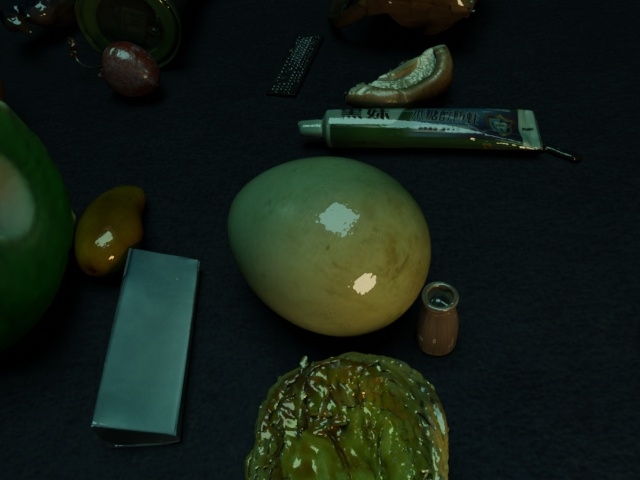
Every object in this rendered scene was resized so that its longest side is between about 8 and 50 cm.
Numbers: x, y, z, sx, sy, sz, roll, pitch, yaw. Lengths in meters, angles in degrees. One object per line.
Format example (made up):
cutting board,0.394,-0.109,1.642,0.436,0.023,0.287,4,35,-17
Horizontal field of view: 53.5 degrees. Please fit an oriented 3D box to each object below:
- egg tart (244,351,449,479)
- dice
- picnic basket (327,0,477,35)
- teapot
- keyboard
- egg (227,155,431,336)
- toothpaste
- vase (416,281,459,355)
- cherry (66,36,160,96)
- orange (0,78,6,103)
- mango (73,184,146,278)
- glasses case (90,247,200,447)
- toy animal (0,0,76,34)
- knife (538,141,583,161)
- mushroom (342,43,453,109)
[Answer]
egg tart,0.035,0.238,0.682,0.232,0.098,0.252,-27,48,-7
dice,-0.524,-0.021,0.809,0.300,0.297,0.287,-13,49,15
picnic basket,0.136,-0.540,1.238,0.337,0.337,0.293,15,61,19
teapot,-0.374,-0.534,1.306,0.270,0.200,0.337,14,48,-8
keyboard,-0.047,-0.344,1.235,0.064,0.010,0.198,7,51,16
egg,0.000,0.000,0.807,0.295,0.218,0.218,20,54,42
toothpaste,0.157,-0.183,1.039,0.392,0.061,0.098,1,49,6
vase,0.144,0.096,0.779,0.053,0.100,0.053,-4,51,4
cherry,-0.398,-0.338,1.200,0.225,0.107,0.090,24,71,10
orange,-0.664,-0.256,1.098,0.236,0.236,0.236,-4,50,4
mango,-0.312,-0.022,0.950,0.102,0.085,0.184,-8,45,6
glasses case,-0.223,0.136,0.835,0.105,0.056,0.266,11,48,-15
toy animal,-0.542,-0.519,1.374,0.185,0.122,0.298,14,52,19
knife,0.338,-0.158,1.029,0.170,0.010,0.023,25,51,28
mushroom,0.148,-0.262,1.100,0.210,0.072,0.094,-31,51,-14
